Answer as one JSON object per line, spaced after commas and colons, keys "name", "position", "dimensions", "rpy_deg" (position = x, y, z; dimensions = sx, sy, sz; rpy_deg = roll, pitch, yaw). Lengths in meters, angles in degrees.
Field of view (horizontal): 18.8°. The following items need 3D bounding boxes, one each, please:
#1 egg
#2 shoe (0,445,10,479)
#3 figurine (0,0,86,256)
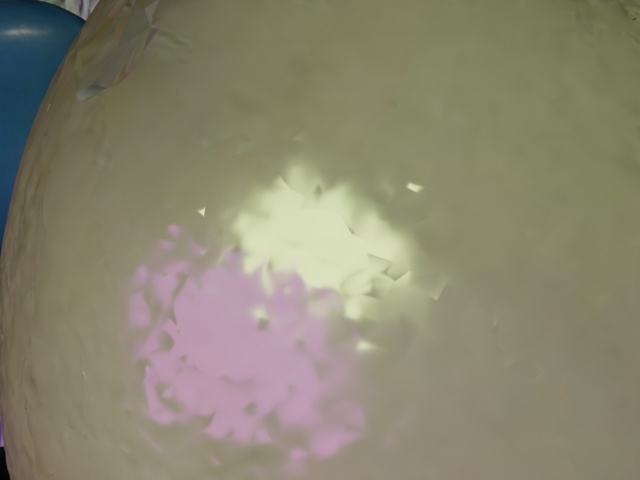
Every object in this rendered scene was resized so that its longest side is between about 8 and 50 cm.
{"name": "egg", "position": [0.000, 0.000, 0.641], "dimensions": [0.337, 0.201, 0.337], "rpy_deg": [-36, 30, 26]}
{"name": "shoe", "position": [-0.135, 0.150, 0.979], "dimensions": [0.241, 0.108, 0.093], "rpy_deg": [-17, 67, 46]}
{"name": "figurine", "position": [-0.246, -0.045, 1.022], "dimensions": [0.416, 0.243, 0.298], "rpy_deg": [-3, 83, 28]}
